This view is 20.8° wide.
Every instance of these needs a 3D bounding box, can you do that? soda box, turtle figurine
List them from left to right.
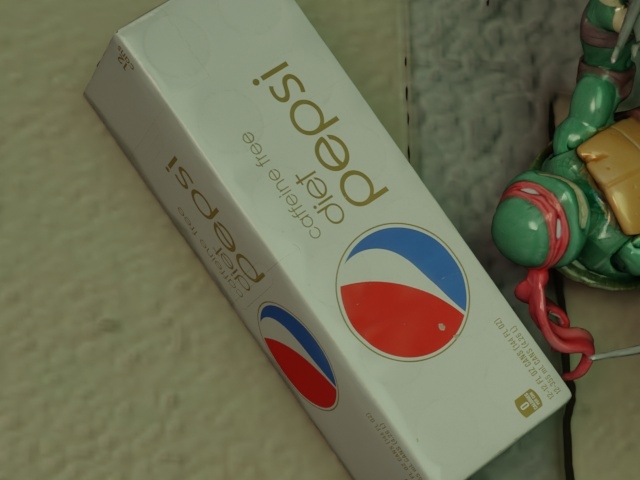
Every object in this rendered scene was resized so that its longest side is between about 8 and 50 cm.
[{"bbox_3d":[0.000,0.000,0.691,0.074,0.069,0.216,-34,86,-24],"label":"soda box"},{"bbox_3d":[0.147,-0.034,0.728,0.234,0.118,0.175,-23,89,-37],"label":"turtle figurine"}]
